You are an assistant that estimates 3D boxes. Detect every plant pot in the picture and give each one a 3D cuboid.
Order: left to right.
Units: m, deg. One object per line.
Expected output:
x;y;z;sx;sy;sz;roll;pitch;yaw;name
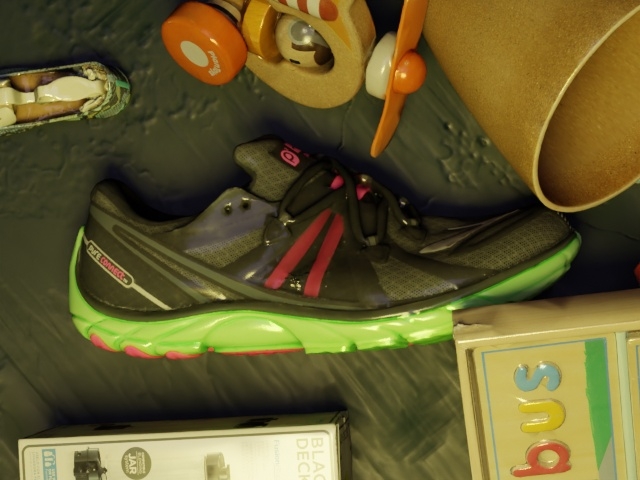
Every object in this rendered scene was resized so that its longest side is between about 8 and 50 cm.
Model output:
0.199;-0.194;1.475;0.237;0.237;0.254;-46;57;2;plant pot

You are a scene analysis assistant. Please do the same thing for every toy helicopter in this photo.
0.017;-0.212;1.435;0.235;0.355;0.140;40;63;-2;toy helicopter

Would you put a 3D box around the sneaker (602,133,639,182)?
0.341;-0.083;1.534;0.162;0.073;0.063;6;89;5;sneaker

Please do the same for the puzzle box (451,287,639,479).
0.270;0.225;1.436;0.272;0.052;0.409;-7;120;7;puzzle box

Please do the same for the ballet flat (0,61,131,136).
-0.280;-0.142;1.584;0.188;0.070;0.070;-11;88;4;ballet flat

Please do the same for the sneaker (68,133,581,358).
0.000;0.000;1.502;0.482;0.185;0.202;-3;92;3;sneaker

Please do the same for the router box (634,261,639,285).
0.491;-0.002;1.384;0.335;0.082;0.301;27;114;-13;router box

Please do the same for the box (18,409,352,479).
-0.118;0.213;1.511;0.289;0.169;0.087;-4;88;3;box
